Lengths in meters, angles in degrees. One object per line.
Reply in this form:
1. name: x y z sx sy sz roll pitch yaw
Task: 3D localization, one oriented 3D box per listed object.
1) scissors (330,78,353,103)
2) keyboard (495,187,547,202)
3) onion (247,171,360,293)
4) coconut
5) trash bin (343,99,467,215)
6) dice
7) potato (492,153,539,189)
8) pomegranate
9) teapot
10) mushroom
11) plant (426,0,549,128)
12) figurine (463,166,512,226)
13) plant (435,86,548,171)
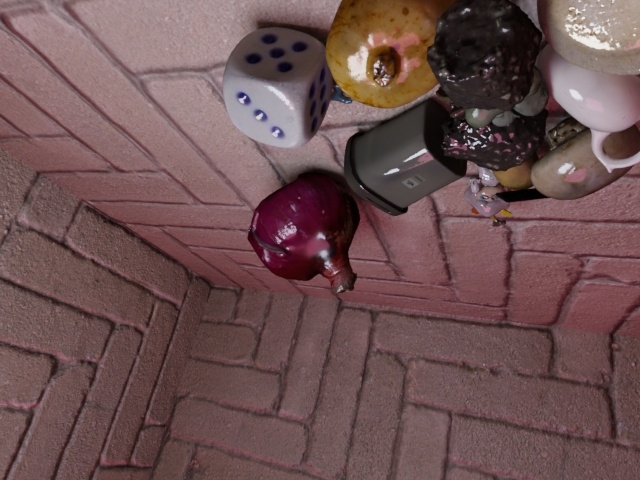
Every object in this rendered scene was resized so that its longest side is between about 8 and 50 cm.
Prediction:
1. scissors: -0.008 -0.350 1.137 0.138 0.041 0.289 25 152 -23
2. keyboard: 0.534 -0.114 1.099 0.198 0.063 0.010 -7 117 -5
3. onion: 0.000 0.000 1.479 0.420 0.398 0.398 41 175 33
4. coconut: 0.441 -0.355 0.607 0.237 0.266 0.237 24 127 37
5. trash bin: 0.220 -0.208 1.142 0.220 0.219 0.250 25 149 -31
6. dice: -0.088 -0.332 0.987 0.192 0.194 0.193 19 148 11
7. potato: 0.475 -0.198 1.113 0.178 0.118 0.109 36 169 -37
8. pomegranate: 0.129 -0.352 0.795 0.248 0.248 0.248 12 158 5
9. teapot: 0.481 -0.265 0.805 0.204 0.298 0.139 -20 158 -48
10. mushroom: 0.579 -0.189 1.002 0.178 0.226 0.226 56 164 15
11. plant: 0.281 -0.260 0.720 0.146 0.149 0.275 37 -167 32
12. figurine: 0.477 -0.141 1.275 0.137 0.112 0.229 -3 141 19
13. plant: 0.350 -0.261 0.954 0.234 0.178 0.204 25 160 -18
